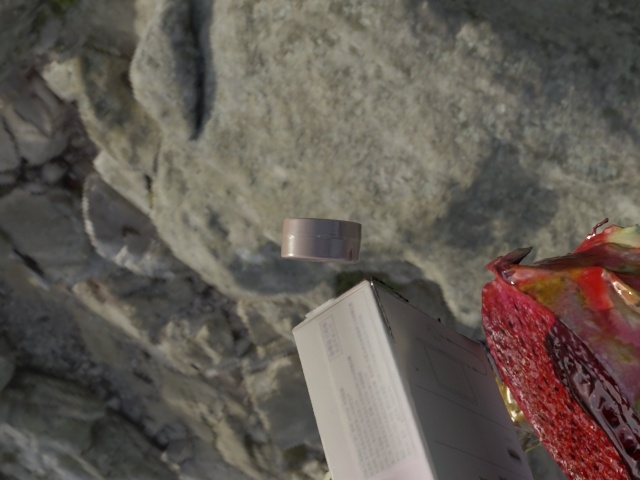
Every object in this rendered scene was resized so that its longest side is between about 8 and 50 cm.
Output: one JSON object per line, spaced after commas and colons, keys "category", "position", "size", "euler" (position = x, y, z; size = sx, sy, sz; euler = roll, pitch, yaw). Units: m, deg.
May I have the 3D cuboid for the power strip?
{"category": "power strip", "position": [0.000, 0.000, 1.883], "size": [0.154, 0.078, 0.154], "euler": [4, 177, 0]}

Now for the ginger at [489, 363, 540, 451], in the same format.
{"category": "ginger", "position": [0.346, 0.245, 1.573], "size": [0.357, 0.274, 0.152], "euler": [-39, 63, 57]}

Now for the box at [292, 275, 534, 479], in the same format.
{"category": "box", "position": [0.097, 0.183, 0.885], "size": [0.106, 0.252, 0.203], "euler": [-34, 141, 21]}

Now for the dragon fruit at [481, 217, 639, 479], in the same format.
{"category": "dragon fruit", "position": [0.348, 0.145, 1.070], "size": [0.386, 0.249, 0.371], "euler": [61, 169, -10]}

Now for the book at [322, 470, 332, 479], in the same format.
{"category": "book", "position": [0.074, 0.580, 1.583], "size": [0.028, 0.262, 0.374], "euler": [-18, 122, 41]}
